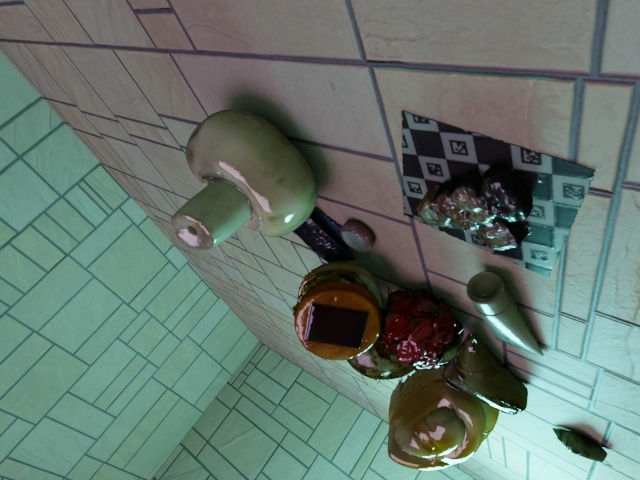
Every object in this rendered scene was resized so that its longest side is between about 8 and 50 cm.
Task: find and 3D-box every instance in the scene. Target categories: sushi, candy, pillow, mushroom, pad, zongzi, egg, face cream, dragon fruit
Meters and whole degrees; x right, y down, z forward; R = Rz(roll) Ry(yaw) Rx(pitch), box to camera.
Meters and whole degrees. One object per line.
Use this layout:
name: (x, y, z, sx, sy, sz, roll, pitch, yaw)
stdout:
sushi: (0.285, -0.056, 0.841, 0.339, 0.069, 0.320, 28, 155, 26)
candy: (0.103, -0.012, 1.241, 0.103, 0.043, 0.103, 35, 158, 16)
pillow: (0.000, 0.000, 1.372, 0.208, 0.055, 0.141, 44, 155, -20)
mushroom: (-0.176, -0.148, 1.111, 0.324, 0.353, 0.353, -9, 137, 20)
pad: (-0.024, -0.039, 1.426, 0.269, 0.012, 0.269, 36, 157, 8)
zongzi: (0.509, 0.382, 1.290, 0.260, 0.123, 0.289, 26, 147, 13)
egg: (0.213, 0.357, 1.530, 0.289, 0.238, 0.238, 22, 159, -7)
face cream: (0.444, 0.195, 1.081, 0.137, 0.084, 0.341, 17, 158, 46)
zongzi: (0.823, 0.638, 1.394, 0.154, 0.062, 0.130, 21, 177, 3)
dragon fruit: (0.280, 0.242, 1.291, 0.234, 0.233, 0.293, 55, -176, -35)

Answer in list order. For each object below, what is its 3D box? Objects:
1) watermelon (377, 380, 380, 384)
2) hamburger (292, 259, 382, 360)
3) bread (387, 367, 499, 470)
watermelon: (0.200, 0.524, 2.000, 0.232, 0.127, 0.204, 35, 157, 17)
hamburger: (0.052, 0.203, 1.353, 0.291, 0.291, 0.225, 47, -159, -20)
bread: (0.398, 0.601, 1.546, 0.424, 0.245, 0.329, -47, 68, 35)
